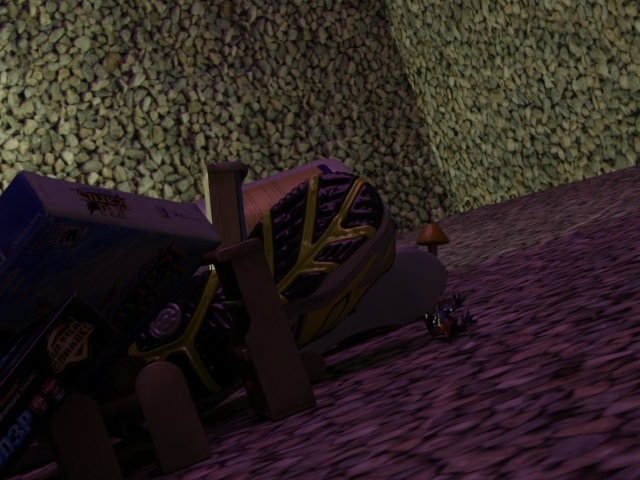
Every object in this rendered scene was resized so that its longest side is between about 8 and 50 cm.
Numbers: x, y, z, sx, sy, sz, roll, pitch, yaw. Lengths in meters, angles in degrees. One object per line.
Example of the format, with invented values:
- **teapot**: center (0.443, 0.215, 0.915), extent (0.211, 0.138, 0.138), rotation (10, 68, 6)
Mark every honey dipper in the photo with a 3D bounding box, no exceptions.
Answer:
- **honey dipper**: center (-0.015, 0.132, 1.390), extent (0.031, 0.030, 0.161), rotation (-19, -1, -5)

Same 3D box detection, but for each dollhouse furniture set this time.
- **dollhouse furniture set**: center (0.000, 0.000, 1.758), extent (0.304, 0.198, 0.286), rotation (-5, -5, -8)
- **dollhouse furniture set**: center (-0.150, 0.113, 1.177), extent (0.242, 0.161, 0.212), rotation (-19, 2, -15)

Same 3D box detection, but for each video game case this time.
- **video game case**: center (-0.257, 0.064, 1.215), extent (0.269, 0.061, 0.244), rotation (-48, -26, 19)

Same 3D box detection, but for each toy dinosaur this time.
- **toy dinosaur**: center (0.122, 0.082, 1.314), extent (0.090, 0.047, 0.082), rotation (-34, -7, -41)

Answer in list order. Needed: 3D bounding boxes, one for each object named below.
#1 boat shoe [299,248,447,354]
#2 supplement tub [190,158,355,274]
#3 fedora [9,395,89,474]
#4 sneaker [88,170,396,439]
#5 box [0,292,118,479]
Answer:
- **boat shoe**: center (0.029, 0.076, 1.566), extent (0.258, 0.095, 0.084), rotation (-18, 5, -22)
- **supplement tub**: center (-0.090, 0.028, 2.020), extent (0.331, 0.241, 0.241), rotation (-20, 2, -17)
- **fedora**: center (-0.326, 0.184, 1.519), extent (0.244, 0.124, 0.275), rotation (-17, 3, 45)
- **sneaker**: center (-0.071, 0.094, 1.370), extent (0.385, 0.145, 0.147), rotation (-35, -34, 5)
- **box**: center (-0.268, 0.154, 1.034), extent (0.220, 0.051, 0.175), rotation (-55, 13, -30)
